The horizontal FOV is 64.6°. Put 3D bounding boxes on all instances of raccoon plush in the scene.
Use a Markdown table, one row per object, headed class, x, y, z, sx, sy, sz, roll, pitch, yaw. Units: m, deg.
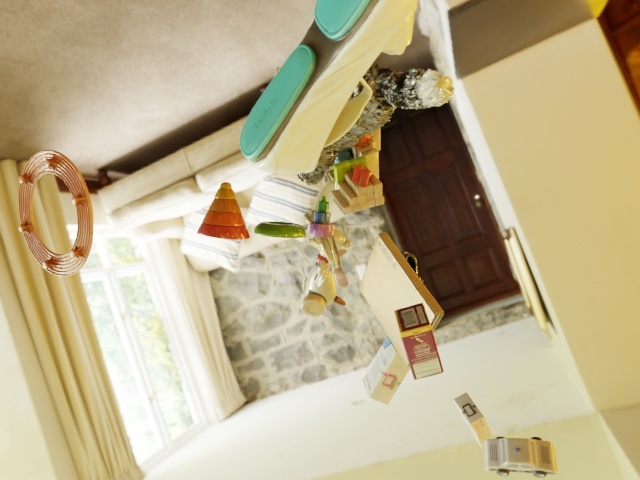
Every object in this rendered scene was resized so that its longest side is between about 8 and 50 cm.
| class | x | y | z | sx | sy | sz | roll | pitch | yaw |
| --- | --- | --- | --- | --- | --- | --- | --- | --- | --- |
| raccoon plush | 0.050 | -0.255 | 1.146 | 0.216 | 0.299 | 0.446 | 23 | -178 | -28 |

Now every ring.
| class | x | y | z | sx | sy | sz | roll | pitch | yaw |
| --- | --- | --- | --- | --- | --- | --- | --- | --- | --- |
| ring | -0.711 | -0.069 | 1.335 | 0.337 | 0.336 | 0.032 | -23 | 176 | 33 |

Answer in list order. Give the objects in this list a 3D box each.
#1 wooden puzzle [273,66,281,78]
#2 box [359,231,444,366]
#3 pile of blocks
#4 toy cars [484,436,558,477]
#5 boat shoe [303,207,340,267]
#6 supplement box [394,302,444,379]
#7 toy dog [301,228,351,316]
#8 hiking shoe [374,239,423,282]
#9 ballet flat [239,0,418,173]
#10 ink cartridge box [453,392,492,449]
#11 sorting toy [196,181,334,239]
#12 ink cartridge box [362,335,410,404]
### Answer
| class | x | y | z | sx | sy | sz | roll | pitch | yaw |
| --- | --- | --- | --- | --- | --- | --- | --- | --- | --- |
| wooden puzzle | -0.096 | -0.346 | 1.456 | 0.044 | 0.238 | 0.221 | 30 | -169 | 39 |
| box | 0.142 | 0.110 | 0.952 | 0.021 | 0.201 | 0.164 | -12 | 139 | -24 |
| pile of blocks | 0.084 | -0.219 | 1.301 | 0.149 | 0.112 | 0.362 | -1 | -141 | 6 |
| toy cars | 0.601 | 0.621 | 1.305 | 0.176 | 0.087 | 0.394 | -41 | -136 | -15 |
| boat shoe | 0.000 | 0.000 | 1.435 | 0.072 | 0.190 | 0.068 | -18 | 153 | -6 |
| supplement box | 0.133 | 0.136 | 0.684 | 0.043 | 0.083 | 0.055 | -17 | -154 | 6 |
| toy dog | 0.044 | 0.126 | 1.729 | 0.161 | 0.220 | 0.333 | 15 | 144 | -9 |
| hiking shoe | 0.251 | 0.061 | 1.573 | 0.086 | 0.227 | 0.114 | -5 | 145 | -34 |
| ballet flat | 0.035 | -0.248 | 0.670 | 0.139 | 0.139 | 0.400 | -14 | 147 | -55 |
| ink cartridge box | 0.258 | 0.301 | 0.847 | 0.028 | 0.048 | 0.083 | -27 | -158 | 1 |
| sorting toy | -0.115 | -0.071 | 1.213 | 0.365 | 0.126 | 0.127 | -1 | -171 | -36 |
| ink cartridge box | 0.150 | 0.290 | 1.137 | 0.122 | 0.052 | 0.088 | -60 | -169 | 11 |
